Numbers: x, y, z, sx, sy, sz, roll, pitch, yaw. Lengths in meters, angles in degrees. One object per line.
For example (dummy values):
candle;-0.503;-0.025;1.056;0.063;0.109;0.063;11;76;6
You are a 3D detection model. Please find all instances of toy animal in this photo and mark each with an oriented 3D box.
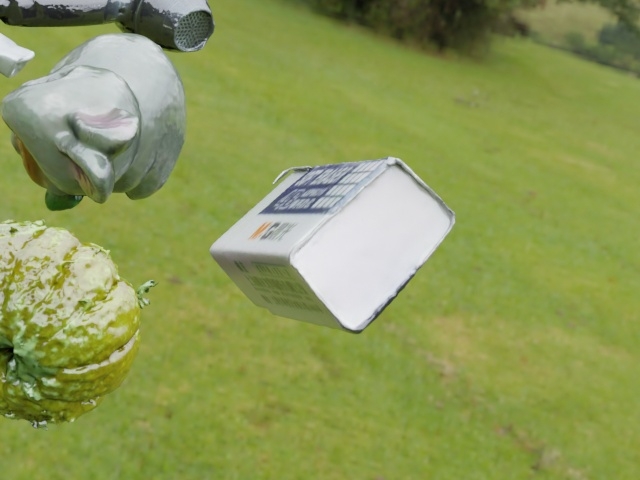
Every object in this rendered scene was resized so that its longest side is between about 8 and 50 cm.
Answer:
toy animal;-0.150;-0.082;0.868;0.108;0.138;0.236;25;-1;1

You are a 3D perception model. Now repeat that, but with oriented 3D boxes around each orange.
orange;-0.396;0.112;1.818;0.301;0.300;0.223;41;29;-9

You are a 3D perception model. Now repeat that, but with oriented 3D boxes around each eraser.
eraser;0.000;0.000;1.145;0.086;0.130;0.287;47;-11;-13

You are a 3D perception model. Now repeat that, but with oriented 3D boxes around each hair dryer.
hair dryer;-0.264;-0.254;1.351;0.272;0.091;0.235;-11;37;-43

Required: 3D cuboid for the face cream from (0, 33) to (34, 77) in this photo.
face cream;-0.480;-0.141;1.587;0.145;0.370;0.145;35;32;-26
